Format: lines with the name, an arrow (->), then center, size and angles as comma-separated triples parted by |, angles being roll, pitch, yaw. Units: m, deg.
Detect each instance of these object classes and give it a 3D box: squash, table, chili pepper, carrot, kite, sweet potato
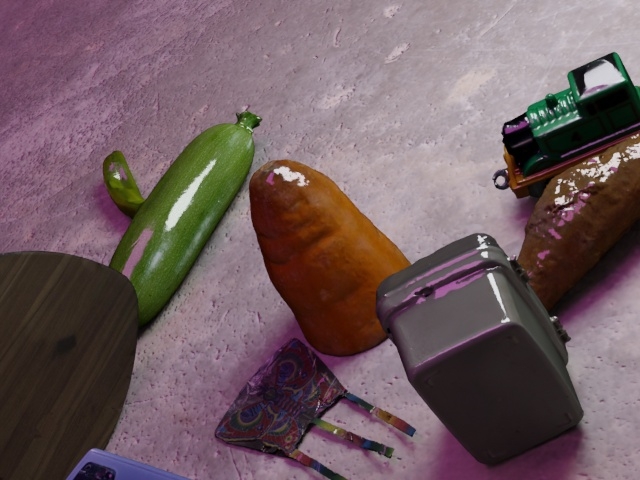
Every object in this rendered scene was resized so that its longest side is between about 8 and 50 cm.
squash -> -0.192, -0.040, 1.752 | 0.107, 0.107, 0.395 | 1, 49, 41
table -> -0.436, 0.147, 1.575 | 0.249, 0.317, 0.317 | -8, 43, 42
chili pepper -> -0.297, -0.074, 1.928 | 0.052, 0.050, 0.202 | -25, 36, -13
carrot -> 0.000, 0.000, 1.449 | 0.159, 0.225, 0.159 | -23, 33, 15
kite -> -0.004, 0.203, 1.393 | 0.152, 0.015, 0.285 | -50, 35, -14
sweet potato -> 0.296, -0.033, 1.334 | 0.341, 0.092, 0.114 | -37, 70, -3

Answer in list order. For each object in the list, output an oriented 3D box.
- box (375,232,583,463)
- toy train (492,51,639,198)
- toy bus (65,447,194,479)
box -> 0.156, 0.106, 1.202 | 0.148, 0.210, 0.129 | -29, 43, 13
toy train -> 0.292, -0.125, 1.414 | 0.227, 0.136, 0.091 | -21, 37, 17
toy bus -> -0.150, 0.307, 1.289 | 0.292, 0.133, 0.125 | 7, 52, 44
